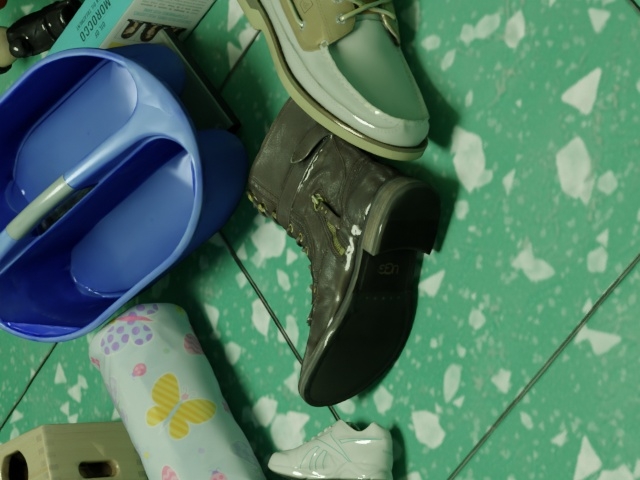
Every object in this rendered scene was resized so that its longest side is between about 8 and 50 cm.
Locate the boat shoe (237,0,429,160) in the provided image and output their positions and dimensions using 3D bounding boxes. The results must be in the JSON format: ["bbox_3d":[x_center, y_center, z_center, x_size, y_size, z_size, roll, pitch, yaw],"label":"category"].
[{"bbox_3d":[0.015,-0.198,1.721,0.302,0.113,0.103,53,129,35],"label":"boat shoe"}]

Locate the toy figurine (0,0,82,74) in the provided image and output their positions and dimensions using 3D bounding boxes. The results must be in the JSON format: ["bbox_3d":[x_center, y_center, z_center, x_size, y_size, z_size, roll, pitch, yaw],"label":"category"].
[{"bbox_3d":[-0.381,-0.303,2.065,0.148,0.213,0.209,-18,75,30],"label":"toy figurine"}]

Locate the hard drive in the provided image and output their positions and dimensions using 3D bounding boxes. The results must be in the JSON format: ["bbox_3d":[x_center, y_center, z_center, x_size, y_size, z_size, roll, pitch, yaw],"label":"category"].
[{"bbox_3d":[-0.148,-0.140,1.931,0.135,0.022,0.094,53,124,17],"label":"hard drive"}]

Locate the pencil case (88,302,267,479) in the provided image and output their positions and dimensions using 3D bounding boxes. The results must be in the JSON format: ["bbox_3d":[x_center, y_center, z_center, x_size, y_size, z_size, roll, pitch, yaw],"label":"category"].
[{"bbox_3d":[-0.136,0.193,1.857,0.273,0.113,0.124,61,170,28],"label":"pencil case"}]

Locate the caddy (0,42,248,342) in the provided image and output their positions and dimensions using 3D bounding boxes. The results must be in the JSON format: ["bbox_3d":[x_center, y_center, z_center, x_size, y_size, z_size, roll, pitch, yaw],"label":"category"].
[{"bbox_3d":[-0.240,-0.049,1.865,0.341,0.179,0.241,-39,84,28],"label":"caddy"}]

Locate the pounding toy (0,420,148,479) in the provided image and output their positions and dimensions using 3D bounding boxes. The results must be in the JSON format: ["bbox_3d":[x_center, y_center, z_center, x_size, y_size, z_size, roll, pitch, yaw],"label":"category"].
[{"bbox_3d":[-0.321,0.269,1.992,0.206,0.181,0.094,-28,69,42],"label":"pounding toy"}]

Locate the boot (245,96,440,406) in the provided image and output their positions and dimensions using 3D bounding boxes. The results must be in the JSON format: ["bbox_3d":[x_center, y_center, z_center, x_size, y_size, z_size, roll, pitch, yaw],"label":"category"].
[{"bbox_3d":[0.000,0.000,1.759,0.229,0.091,0.263,38,111,46],"label":"boot"}]

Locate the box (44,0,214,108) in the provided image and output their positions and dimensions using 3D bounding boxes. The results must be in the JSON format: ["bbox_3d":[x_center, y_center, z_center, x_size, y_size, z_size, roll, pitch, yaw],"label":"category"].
[{"bbox_3d":[-0.193,-0.235,1.947,0.244,0.100,0.060,-47,55,33],"label":"box"}]

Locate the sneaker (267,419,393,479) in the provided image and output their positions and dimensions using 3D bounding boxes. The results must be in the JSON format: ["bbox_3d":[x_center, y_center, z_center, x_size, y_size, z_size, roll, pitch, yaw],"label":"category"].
[{"bbox_3d":[0.014,0.203,1.752,0.152,0.054,0.061,-6,68,43],"label":"sneaker"}]
